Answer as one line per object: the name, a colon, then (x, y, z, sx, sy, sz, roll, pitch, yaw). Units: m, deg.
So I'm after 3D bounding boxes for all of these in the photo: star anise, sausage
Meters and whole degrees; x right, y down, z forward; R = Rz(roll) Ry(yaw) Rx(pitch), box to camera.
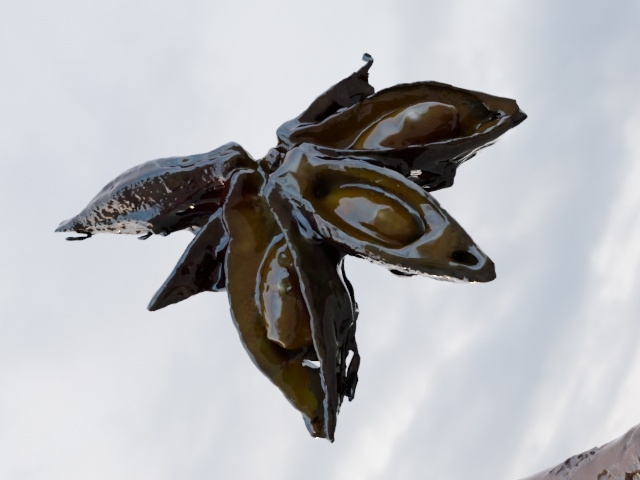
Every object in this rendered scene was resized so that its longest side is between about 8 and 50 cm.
star anise: (-0.001, -0.002, 0.459, 0.212, 0.157, 0.053, -25, -34, -3)
sausage: (0.159, 0.153, 0.689, 0.036, 0.158, 0.042, 31, -131, -25)
